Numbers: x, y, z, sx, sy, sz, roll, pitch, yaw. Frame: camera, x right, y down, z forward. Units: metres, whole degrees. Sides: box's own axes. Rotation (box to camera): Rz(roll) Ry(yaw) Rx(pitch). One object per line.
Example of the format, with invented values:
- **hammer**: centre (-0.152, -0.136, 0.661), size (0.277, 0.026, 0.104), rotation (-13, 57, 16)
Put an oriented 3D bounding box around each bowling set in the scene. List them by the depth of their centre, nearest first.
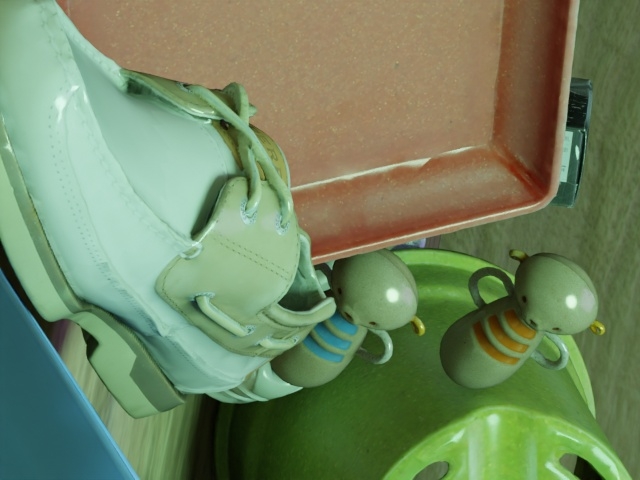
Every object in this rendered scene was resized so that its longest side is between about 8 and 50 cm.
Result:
- **bowling set**: centre (0.000, 0.000, 0.937), size (0.200, 0.287, 0.154), rotation (-44, 180, -35)

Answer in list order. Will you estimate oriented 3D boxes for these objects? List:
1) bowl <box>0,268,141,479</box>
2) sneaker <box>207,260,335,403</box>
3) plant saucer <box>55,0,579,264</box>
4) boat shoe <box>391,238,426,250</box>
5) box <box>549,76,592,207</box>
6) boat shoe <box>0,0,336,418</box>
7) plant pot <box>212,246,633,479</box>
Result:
- **bowl**: centre (-0.029, 0.185, 0.557), size (0.391, 0.077, 0.391), rotation (55, -9, 13)
- **sneaker**: centre (0.012, 0.004, 1.091), size (0.232, 0.090, 0.115), rotation (-63, -154, -7)
- **plant saucer**: centre (-0.007, -0.103, 0.804), size (0.048, 0.258, 0.259), rotation (-122, -155, -46)
- **boat shoe**: centre (0.003, 0.095, 1.321), size (0.119, 0.121, 0.335), rotation (-178, -75, -77)
- **box**: centre (0.070, -0.084, 1.242), size (0.183, 0.231, 0.056), rotation (-57, 154, -71)
- **boat shoe**: centre (-0.064, -0.019, 0.689), size (0.302, 0.103, 0.113), rotation (70, 1, -70)
- **plant pot**: centre (0.082, 0.161, 1.141), size (0.254, 0.276, 0.276), rotation (-134, -131, -76)
